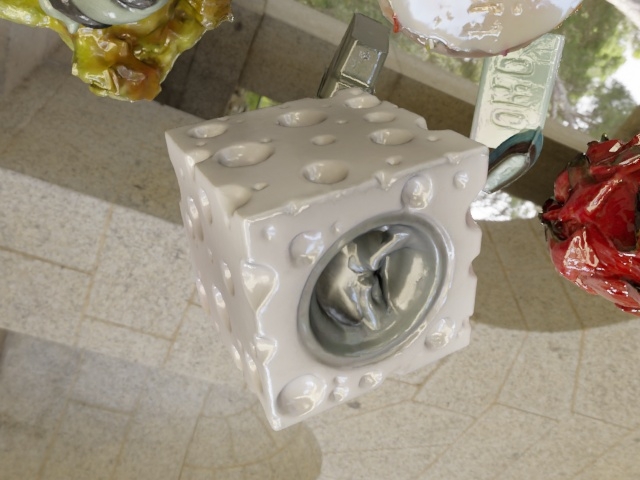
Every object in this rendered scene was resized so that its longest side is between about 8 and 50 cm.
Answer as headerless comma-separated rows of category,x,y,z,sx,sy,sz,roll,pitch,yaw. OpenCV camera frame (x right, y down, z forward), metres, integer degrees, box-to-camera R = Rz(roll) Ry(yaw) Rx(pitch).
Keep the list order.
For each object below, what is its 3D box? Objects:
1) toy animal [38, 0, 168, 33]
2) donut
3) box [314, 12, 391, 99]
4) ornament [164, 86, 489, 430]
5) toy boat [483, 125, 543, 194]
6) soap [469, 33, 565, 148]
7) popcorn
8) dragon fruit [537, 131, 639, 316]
toy animal,-0.234,-0.271,0.578,0.225,0.121,0.093,-1,-121,38
donut,0.250,-0.468,0.877,0.142,0.383,0.382,-84,-161,-54
box,0.084,-0.423,1.390,0.274,0.138,0.178,-82,-166,-54
ornament,0.000,0.000,0.613,0.240,0.239,0.239,43,-36,50
toy boat,0.283,-0.121,0.860,0.060,0.060,0.137,-63,-178,-30
soap,0.489,-0.377,1.449,0.095,0.173,0.289,-35,136,-57
popcorn,-0.293,-0.368,0.759,0.290,0.326,0.321,-119,-168,-54
dragon fruit,0.376,0.000,0.661,0.233,0.234,0.293,-56,-171,46
